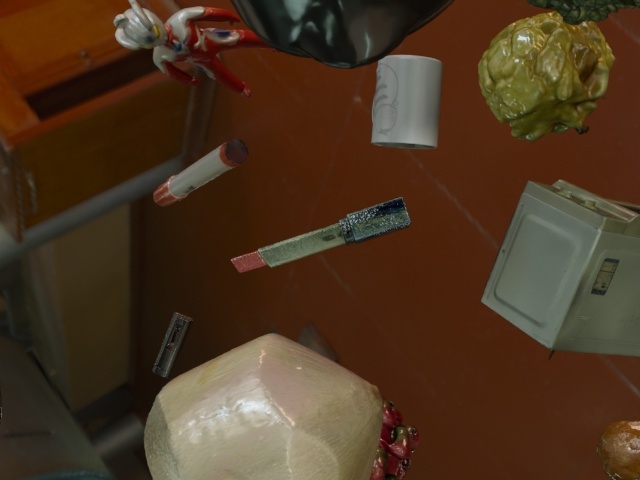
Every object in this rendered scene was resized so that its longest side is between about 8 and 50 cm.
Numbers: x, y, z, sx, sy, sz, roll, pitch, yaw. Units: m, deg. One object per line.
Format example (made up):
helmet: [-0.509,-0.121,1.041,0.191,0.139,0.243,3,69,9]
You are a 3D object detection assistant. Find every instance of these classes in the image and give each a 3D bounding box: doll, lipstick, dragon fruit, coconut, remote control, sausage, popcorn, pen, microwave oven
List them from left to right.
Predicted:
remote control: [-0.207,0.146,1.288,0.034,0.091,0.016,21,-178,6]
doll: [-0.260,-0.404,1.909,0.188,0.384,0.099,-55,49,25]
pen: [-0.133,-0.068,0.986,0.028,0.028,0.239,62,152,-5]
coconut: [-0.047,0.204,0.936,0.224,0.234,0.224,63,175,10]
lipstick: [0.000,0.000,1.600,0.051,0.312,0.051,81,170,-82]
dragon fruit: [0.068,0.362,1.607,0.273,0.218,0.198,-167,80,-74]
popcorn: [0.402,-0.291,1.653,0.249,0.249,0.225,-38,69,61]
microwave oven: [0.509,0.055,1.730,0.218,0.355,0.286,38,114,49]
sausage: [0.509,0.289,1.241,0.109,0.270,0.109,2,-90,-90]

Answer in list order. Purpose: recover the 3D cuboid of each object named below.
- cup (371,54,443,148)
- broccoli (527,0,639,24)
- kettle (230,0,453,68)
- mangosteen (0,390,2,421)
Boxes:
cup: [0.115,-0.205,1.398,0.136,0.099,0.133,6,93,36]
broccoli: [0.354,-0.465,1.262,0.324,0.272,0.334,11,143,-4]
kettle: [-0.034,-0.290,0.546,0.262,0.203,0.308,53,174,39]
mangosteen: [-0.524,0.207,1.108,0.287,0.233,0.287,2,95,25]
